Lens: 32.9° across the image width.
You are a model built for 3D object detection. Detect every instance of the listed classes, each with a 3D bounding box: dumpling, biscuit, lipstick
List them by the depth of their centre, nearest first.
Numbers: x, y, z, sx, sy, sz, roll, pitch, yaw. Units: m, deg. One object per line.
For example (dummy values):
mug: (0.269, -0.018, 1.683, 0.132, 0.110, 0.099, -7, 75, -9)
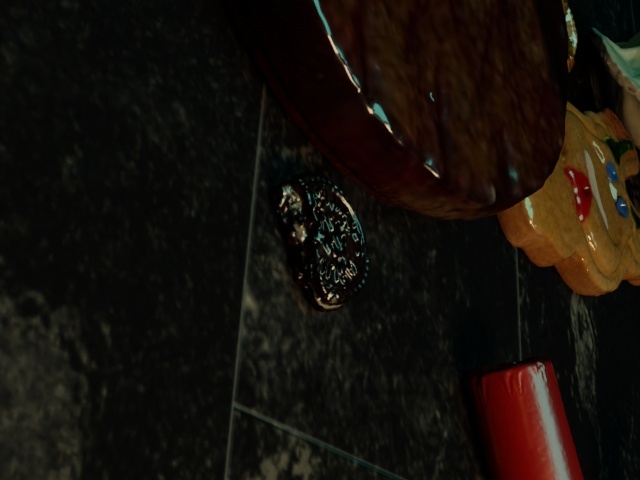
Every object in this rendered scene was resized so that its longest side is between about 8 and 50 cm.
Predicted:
biscuit: (0.000, 0.000, 0.711, 0.089, 0.027, 0.087, 48, 40, -29)
lipstick: (0.172, 0.225, 0.799, 0.073, 0.073, 0.280, -3, 77, -54)
biscuit: (0.063, -0.211, 0.841, 0.407, 0.091, 0.407, 24, 59, -46)
biscuit: (0.263, -0.046, 1.072, 0.334, 0.047, 0.202, -1, 75, -53)
dumpling: (0.367, -0.184, 1.219, 0.172, 0.142, 0.247, 37, 21, 2)

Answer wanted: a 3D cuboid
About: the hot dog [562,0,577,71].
hot dog: (0.214, -0.202, 1.073, 0.099, 0.053, 0.192, 58, 36, -10)
